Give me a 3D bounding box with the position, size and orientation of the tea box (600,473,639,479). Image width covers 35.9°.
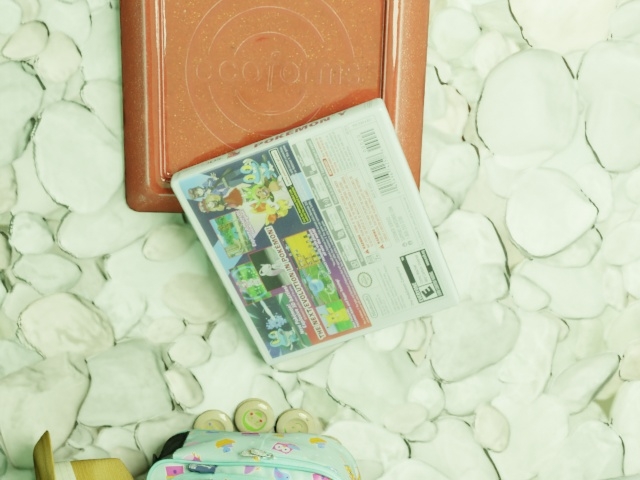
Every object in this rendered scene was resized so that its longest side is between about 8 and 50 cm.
[{"bbox_3d":[0.261,0.412,0.802,0.220,0.329,0.323,-10,103,2],"label":"tea box"}]

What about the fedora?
[{"bbox_3d":[-0.194,0.253,0.852,0.079,0.194,0.194,-11,104,-21],"label":"fedora"}]

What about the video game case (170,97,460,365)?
[{"bbox_3d":[0.000,0.000,0.827,0.183,0.023,0.201,-19,119,10],"label":"video game case"}]

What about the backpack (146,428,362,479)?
[{"bbox_3d":[-0.051,0.251,0.847,0.188,0.144,0.166,-2,97,-3],"label":"backpack"}]

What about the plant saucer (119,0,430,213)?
[{"bbox_3d":[-0.039,-0.140,0.812,0.258,0.048,0.259,1,105,-1],"label":"plant saucer"}]

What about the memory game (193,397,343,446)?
[{"bbox_3d":[-0.060,0.235,0.921,0.186,0.012,0.186,0,103,-1],"label":"memory game"}]
